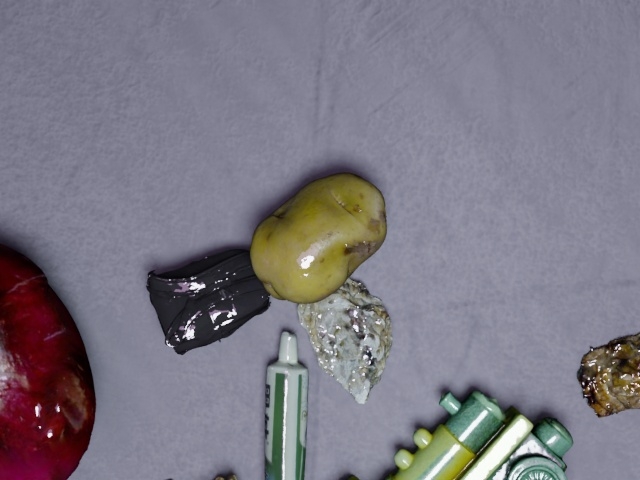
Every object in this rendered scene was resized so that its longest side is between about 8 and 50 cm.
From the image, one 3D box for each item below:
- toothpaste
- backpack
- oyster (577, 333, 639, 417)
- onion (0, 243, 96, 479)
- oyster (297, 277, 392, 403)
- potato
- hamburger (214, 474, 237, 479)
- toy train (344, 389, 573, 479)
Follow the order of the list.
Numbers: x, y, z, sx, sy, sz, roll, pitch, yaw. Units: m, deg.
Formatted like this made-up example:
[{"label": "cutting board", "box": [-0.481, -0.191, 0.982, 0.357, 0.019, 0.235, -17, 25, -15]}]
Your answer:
[{"label": "toothpaste", "box": [-0.052, 0.325, 1.291, 0.061, 0.099, 0.392, 2, 88, -5]}, {"label": "backpack", "box": [-0.151, 0.084, 1.277, 0.165, 0.106, 0.120, -16, 69, -14]}, {"label": "oyster", "box": [0.454, 0.186, 1.290, 0.177, 0.056, 0.105, -14, 83, 6]}, {"label": "onion", "box": [-0.503, 0.230, 1.214, 0.398, 0.398, 0.420, 30, 134, 1]}, {"label": "oyster", "box": [0.042, 0.133, 1.294, 0.125, 0.064, 0.177, -39, 88, 6]}, {"label": "potato", "box": [-0.003, -0.004, 1.236, 0.200, 0.154, 0.137, -43, 90, -15]}, {"label": "hamburger", "box": [-0.175, 0.505, 1.258, 0.209, 0.162, 0.330, 43, 87, 2]}, {"label": "toy train", "box": [0.173, 0.355, 1.259, 0.237, 0.150, 0.369, 42, 90, 6]}]
